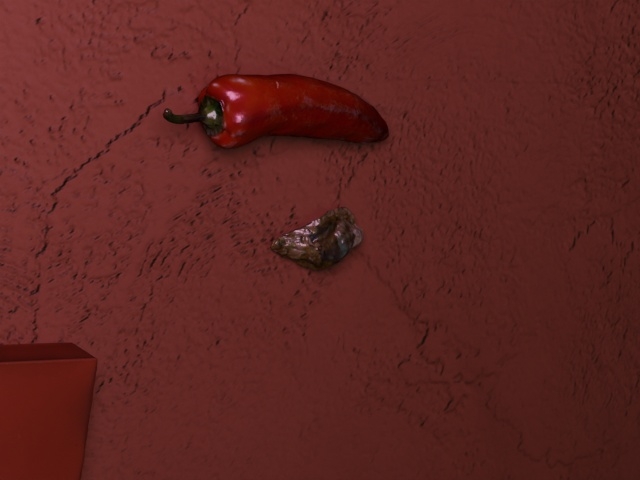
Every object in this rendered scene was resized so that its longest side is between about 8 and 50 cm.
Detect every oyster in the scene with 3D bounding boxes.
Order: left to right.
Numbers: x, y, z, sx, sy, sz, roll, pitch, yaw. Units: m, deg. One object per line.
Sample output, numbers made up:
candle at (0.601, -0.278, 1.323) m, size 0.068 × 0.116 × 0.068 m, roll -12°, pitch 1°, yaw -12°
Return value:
oyster at (0.000, 0.003, 1.728) m, size 0.093 × 0.034 × 0.051 m, roll -29°, pitch 117°, yaw -20°

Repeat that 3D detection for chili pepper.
chili pepper at (-0.032, -0.112, 1.634) m, size 0.272 × 0.071 × 0.063 m, roll -2°, pitch 70°, yaw -43°

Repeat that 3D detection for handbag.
handbag at (-0.264, 0.184, 1.582) m, size 0.127 × 0.063 × 0.190 m, roll -1°, pitch 105°, yaw -38°
